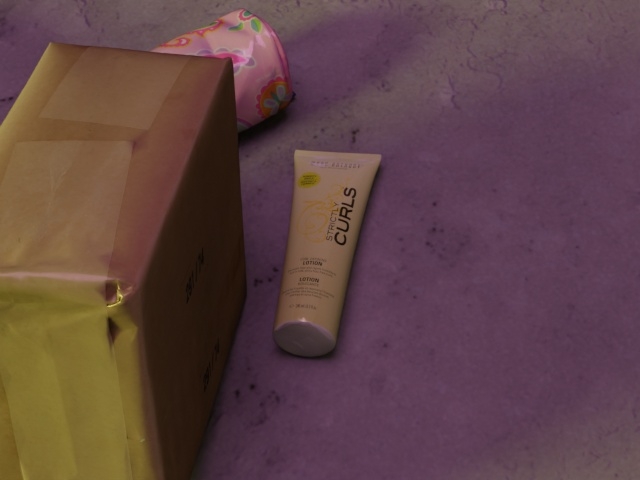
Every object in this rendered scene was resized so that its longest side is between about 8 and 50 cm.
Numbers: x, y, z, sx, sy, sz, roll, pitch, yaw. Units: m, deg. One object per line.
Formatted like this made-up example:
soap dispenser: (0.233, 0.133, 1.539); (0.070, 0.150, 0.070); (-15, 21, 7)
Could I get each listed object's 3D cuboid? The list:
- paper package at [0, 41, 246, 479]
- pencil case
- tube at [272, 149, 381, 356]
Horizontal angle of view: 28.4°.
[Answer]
paper package: (-0.177, 0.040, 1.055); (0.168, 0.310, 0.325); (5, 41, 6)
pencil case: (-0.167, -0.144, 1.329); (0.284, 0.124, 0.124); (-28, 58, -14)
tube: (0.000, 0.000, 1.253); (0.070, 0.062, 0.240); (31, 48, -23)
